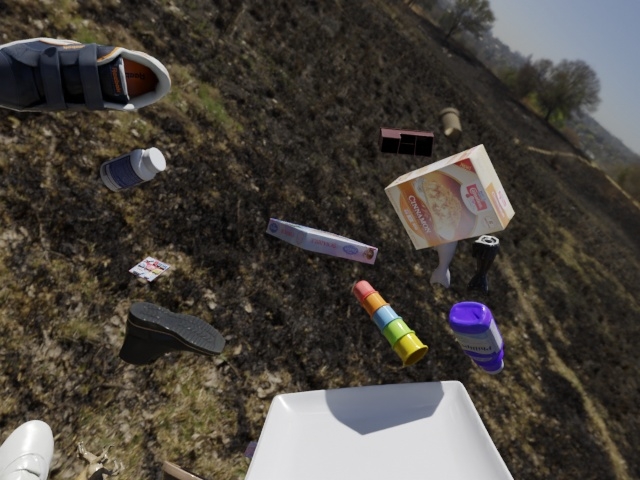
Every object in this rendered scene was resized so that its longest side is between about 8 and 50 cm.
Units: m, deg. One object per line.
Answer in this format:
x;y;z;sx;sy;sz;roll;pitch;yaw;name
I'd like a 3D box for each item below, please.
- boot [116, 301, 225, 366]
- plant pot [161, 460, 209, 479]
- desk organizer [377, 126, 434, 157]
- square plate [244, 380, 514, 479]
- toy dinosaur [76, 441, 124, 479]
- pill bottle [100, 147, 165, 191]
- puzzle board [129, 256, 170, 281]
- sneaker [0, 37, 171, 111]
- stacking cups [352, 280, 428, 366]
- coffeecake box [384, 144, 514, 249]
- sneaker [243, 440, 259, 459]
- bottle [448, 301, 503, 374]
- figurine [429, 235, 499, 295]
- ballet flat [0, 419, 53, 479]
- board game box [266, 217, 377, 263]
-0.307;0.219;0.892;0.198;0.137;0.077;26;23;-4;boot
-0.482;0.898;1.567;0.237;0.237;0.109;34;59;-15;plant pot
0.207;-0.235;1.048;0.130;0.047;0.050;5;37;-1;desk organizer
0.074;0.314;0.639;0.344;0.347;0.049;-62;145;-81;square plate
-0.472;0.503;0.927;0.093;0.053;0.183;-28;42;-17;toy dinosaur
-0.387;-0.150;0.904;0.067;0.120;0.067;-16;90;-75;pill bottle
-0.646;0.106;1.645;0.128;0.011;0.096;17;42;29;puzzle board
-0.436;-0.300;0.796;0.321;0.126;0.127;-21;36;-34;sneaker
0.219;0.263;1.437;0.096;0.096;0.316;11;30;-43;stacking cups
0.236;-0.074;0.811;0.068;0.185;0.142;-40;105;-41;coffeecake box
-0.222;0.815;1.674;0.134;0.051;0.070;28;58;-14;sneaker
0.472;0.296;1.284;0.283;0.118;0.092;56;47;-35;bottle
0.494;0.082;1.524;0.215;0.209;0.092;11;23;20;figurine
-0.707;0.614;0.964;0.139;0.139;0.400;31;54;-21;ballet flat
0.000;0.000;1.672;0.319;0.065;0.318;13;4;-33;board game box
